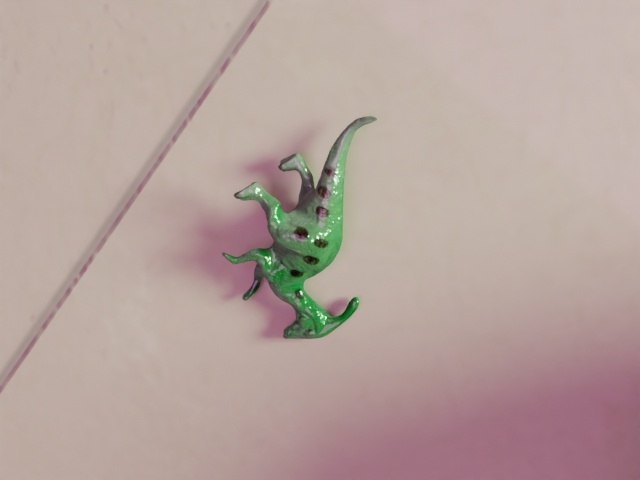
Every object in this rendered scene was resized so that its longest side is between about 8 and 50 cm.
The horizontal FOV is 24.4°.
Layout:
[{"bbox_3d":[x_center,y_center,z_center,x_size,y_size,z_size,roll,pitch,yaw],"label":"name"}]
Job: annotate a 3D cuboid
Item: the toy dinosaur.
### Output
[{"bbox_3d":[0.000,0.000,0.525,0.083,0.021,0.062,-31,96,27],"label":"toy dinosaur"}]
